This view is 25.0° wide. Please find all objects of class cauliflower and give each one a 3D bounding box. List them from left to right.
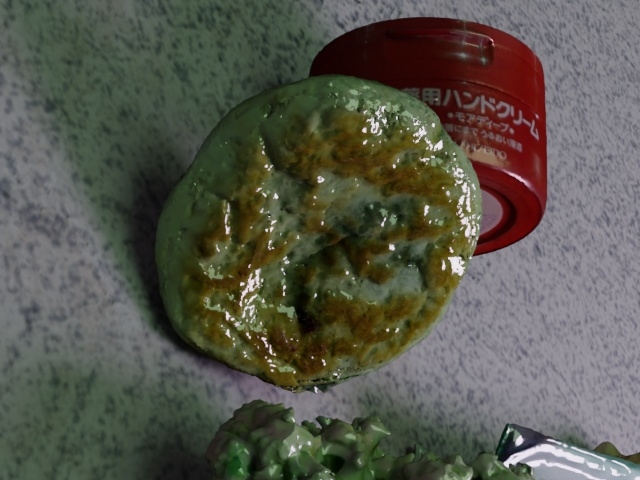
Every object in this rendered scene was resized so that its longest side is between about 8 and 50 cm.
[{"bbox_3d":[0.051,0.206,0.895,0.256,0.315,0.238,0,74,-28],"label":"cauliflower"}]

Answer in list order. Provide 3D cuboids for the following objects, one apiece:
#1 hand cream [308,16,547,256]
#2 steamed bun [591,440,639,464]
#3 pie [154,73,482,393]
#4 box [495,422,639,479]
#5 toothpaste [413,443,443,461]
[{"bbox_3d":[0.081,-0.073,1.113,0.193,0.193,0.125,26,57,-44],"label":"hand cream"},{"bbox_3d":[0.289,0.284,1.303,0.192,0.106,0.177,-34,102,-50],"label":"steamed bun"},{"bbox_3d":[0.000,0.000,0.985,0.240,0.240,0.054,45,8,-31],"label":"pie"},{"bbox_3d":[0.254,0.312,1.149,0.337,0.106,0.264,20,83,-37],"label":"box"},{"bbox_3d":[0.118,0.206,1.190,0.140,0.021,0.037,33,53,-38],"label":"toothpaste"}]
